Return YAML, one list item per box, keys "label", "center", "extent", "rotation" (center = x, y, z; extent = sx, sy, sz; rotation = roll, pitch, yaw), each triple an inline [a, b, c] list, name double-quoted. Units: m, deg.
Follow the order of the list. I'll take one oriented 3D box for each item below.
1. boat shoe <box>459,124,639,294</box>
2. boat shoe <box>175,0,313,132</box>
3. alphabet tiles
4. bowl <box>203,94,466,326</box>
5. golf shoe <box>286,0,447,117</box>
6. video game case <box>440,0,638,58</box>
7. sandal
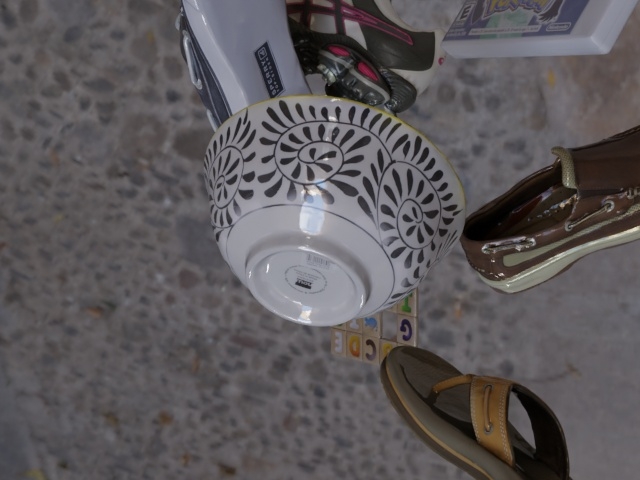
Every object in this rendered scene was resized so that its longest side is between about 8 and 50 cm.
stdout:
- label: "boat shoe"
  center: [0.237, -0.044, 1.060]
  extent: [0.257, 0.095, 0.095]
  rotation: [-35, 133, 14]
- label: "boat shoe"
  center: [-0.084, -0.191, 1.100]
  extent: [0.102, 0.108, 0.301]
  rotation: [18, 141, 41]
- label: "alphabet tiles"
  center: [0.061, 0.073, 1.706]
  extent: [0.237, 0.009, 0.198]
  rotation: [7, 100, 55]
- label: "bowl"
  center: [0.000, 0.000, 0.745]
  extent: [0.170, 0.080, 0.170]
  rotation: [9, 140, 8]
- label: "golf shoe"
  center: [0.006, -0.219, 1.227]
  extent: [0.273, 0.120, 0.105]
  rotation: [42, 166, 24]
- label: "video game case"
  center: [0.190, -0.218, 0.909]
  extent: [0.023, 0.183, 0.201]
  rotation: [34, 172, -24]
- label: "sandal"
  center: [0.099, 0.102, 0.621]
  extent: [0.072, 0.180, 0.049]
  rotation: [15, 108, -37]
